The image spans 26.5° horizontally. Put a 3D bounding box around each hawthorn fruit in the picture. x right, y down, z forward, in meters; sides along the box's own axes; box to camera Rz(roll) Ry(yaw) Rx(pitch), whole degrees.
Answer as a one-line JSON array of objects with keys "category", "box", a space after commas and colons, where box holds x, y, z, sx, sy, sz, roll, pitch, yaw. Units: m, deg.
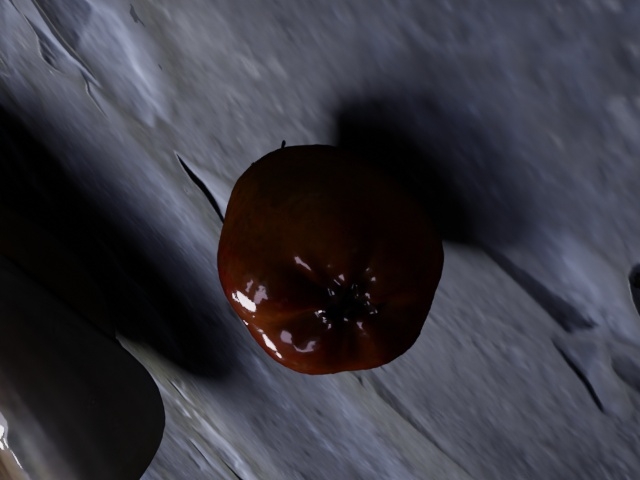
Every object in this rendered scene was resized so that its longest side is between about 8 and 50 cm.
[{"category": "hawthorn fruit", "box": [0.000, 0.000, 0.494, 0.081, 0.081, 0.093, 59, -175, -31]}]

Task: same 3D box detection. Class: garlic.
[{"category": "garlic", "box": [-0.203, 0.060, 0.884, 0.279, 0.132, 0.325, 53, 168, 37]}]
